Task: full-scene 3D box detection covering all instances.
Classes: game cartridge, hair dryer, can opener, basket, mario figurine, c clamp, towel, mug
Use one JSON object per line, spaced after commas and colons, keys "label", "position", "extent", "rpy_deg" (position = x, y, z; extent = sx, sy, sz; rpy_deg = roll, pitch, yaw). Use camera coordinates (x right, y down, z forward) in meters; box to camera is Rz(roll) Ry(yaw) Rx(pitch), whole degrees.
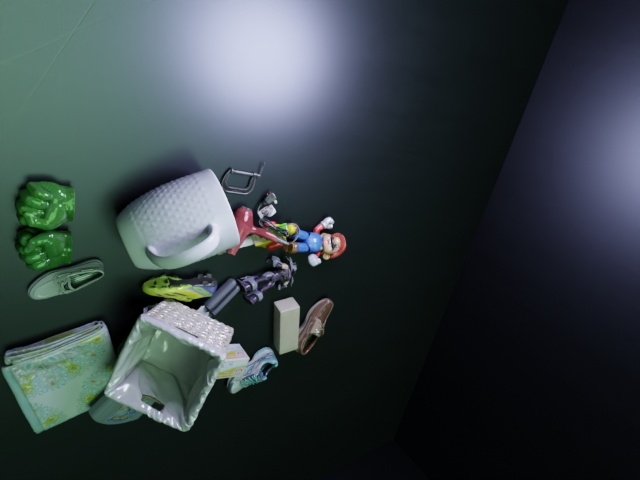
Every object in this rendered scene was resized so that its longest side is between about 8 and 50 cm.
{"label": "game cartridge", "position": [-0.757, 0.636, 1.668], "extent": [0.198, 0.062, 0.297], "rpy_deg": [-49, 158, -8]}
{"label": "hair dryer", "position": [-0.245, -0.040, 1.633], "extent": [0.293, 0.224, 0.080], "rpy_deg": [-32, 176, -11]}
{"label": "can opener", "position": [-0.456, 0.266, 1.737], "extent": [0.280, 0.093, 0.074], "rpy_deg": [-44, 134, -20]}
{"label": "basket", "position": [-0.532, 0.438, 1.540], "extent": [0.328, 0.266, 0.332], "rpy_deg": [27, 97, -5]}
{"label": "mario figurine", "position": [0.000, 0.000, 1.878], "extent": [0.320, 0.170, 0.198], "rpy_deg": [7, 110, -40]}
{"label": "c clamp", "position": [-0.295, -0.237, 1.587], "extent": [0.160, 0.022, 0.137], "rpy_deg": [-4, 124, -40]}
{"label": "towel", "position": [-0.893, 0.485, 1.501], "extent": [0.320, 0.090, 0.375], "rpy_deg": [-18, 127, -30]}
{"label": "mug", "position": [-0.448, -0.031, 1.338], "extent": [0.327, 0.374, 0.277], "rpy_deg": [-23, 125, -18]}

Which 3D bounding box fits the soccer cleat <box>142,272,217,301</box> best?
{"label": "soccer cleat", "position": [-0.534, 0.195, 1.613], "extent": [0.288, 0.093, 0.121], "rpy_deg": [0, 122, -40]}

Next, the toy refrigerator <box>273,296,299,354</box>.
{"label": "toy refrigerator", "position": [-0.170, 0.415, 2.059], "extent": [0.102, 0.094, 0.270], "rpy_deg": [-13, 124, -26]}

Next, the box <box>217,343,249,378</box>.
{"label": "box", "position": [-0.441, 0.544, 1.897], "extent": [0.203, 0.114, 0.103], "rpy_deg": [10, 110, -44]}

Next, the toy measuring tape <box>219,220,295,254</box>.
{"label": "toy measuring tape", "position": [-0.259, 0.002, 1.725], "extent": [0.329, 0.121, 0.122], "rpy_deg": [-18, 129, -10]}

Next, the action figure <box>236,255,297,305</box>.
{"label": "action figure", "position": [-0.218, 0.165, 1.858], "extent": [0.284, 0.099, 0.186], "rpy_deg": [-26, 124, -30]}

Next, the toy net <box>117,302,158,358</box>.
{"label": "toy net", "position": [-0.689, 0.329, 1.575], "extent": [0.232, 0.045, 0.122], "rpy_deg": [-62, 178, -7]}

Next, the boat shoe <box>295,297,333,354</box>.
{"label": "boat shoe", "position": [-0.026, 0.450, 2.180], "extent": [0.123, 0.116, 0.325], "rpy_deg": [29, 96, -46]}

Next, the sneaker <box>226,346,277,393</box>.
{"label": "sneaker", "position": [-0.330, 0.647, 2.049], "extent": [0.283, 0.122, 0.110], "rpy_deg": [-41, 135, -11]}

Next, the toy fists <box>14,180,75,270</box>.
{"label": "toy fists", "position": [-0.807, -0.037, 1.232], "extent": [0.142, 0.096, 0.280], "rpy_deg": [-2, 119, -38]}

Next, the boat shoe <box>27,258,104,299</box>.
{"label": "boat shoe", "position": [-0.812, 0.129, 1.348], "extent": [0.226, 0.075, 0.083], "rpy_deg": [-30, 132, -21]}
